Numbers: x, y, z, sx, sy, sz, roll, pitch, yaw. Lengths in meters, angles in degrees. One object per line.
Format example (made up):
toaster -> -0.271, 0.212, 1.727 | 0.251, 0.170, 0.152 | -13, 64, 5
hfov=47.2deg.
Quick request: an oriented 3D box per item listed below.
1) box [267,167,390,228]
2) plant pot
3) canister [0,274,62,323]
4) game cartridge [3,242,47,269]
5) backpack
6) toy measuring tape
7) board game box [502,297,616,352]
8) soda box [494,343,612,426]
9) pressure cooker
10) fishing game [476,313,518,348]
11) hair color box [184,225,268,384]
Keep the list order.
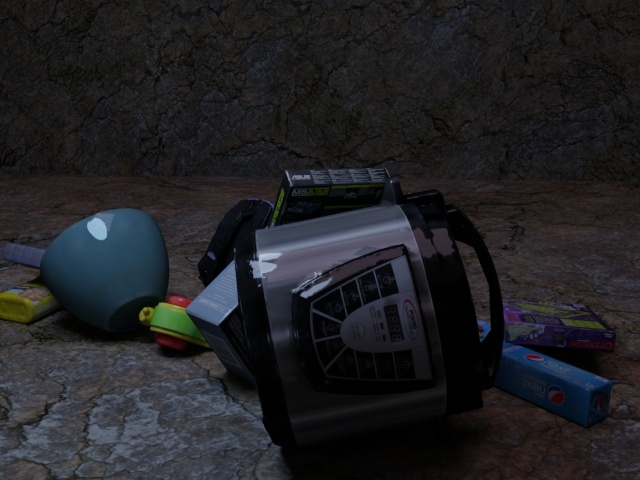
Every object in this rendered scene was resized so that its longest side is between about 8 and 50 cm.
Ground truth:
box -> 0.010, -0.051, 1.297 | 0.191, 0.184, 0.045 | -4, 50, -21
plant pot -> -0.466, 0.097, 1.683 | 0.290, 0.290, 0.195 | -13, 56, -38
canister -> -0.703, 0.142, 1.819 | 0.126, 0.073, 0.170 | 6, 18, 21
game cartridge -> -0.611, 0.068, 1.914 | 0.230, 0.068, 0.355 | 4, -7, 32
backpack -> -0.143, 0.031, 1.845 | 0.213, 0.263, 0.276 | 8, 6, -43
toy measuring tape -> -0.249, 0.189, 1.549 | 0.330, 0.121, 0.121 | 11, 18, 20
board game box -> 0.489, 0.174, 1.568 | 0.208, 0.056, 0.347 | 9, 5, 11
soda box -> 0.417, 0.260, 1.336 | 0.067, 0.071, 0.210 | -9, 17, -35
pressure cooker -> 0.089, 0.120, 1.202 | 0.420, 0.370, 0.375 | -11, 46, -3
fishing game -> 0.343, 0.206, 1.603 | 0.189, 0.041, 0.264 | -5, 16, -7
hair color box -> -0.073, 0.086, 1.475 | 0.114, 0.185, 0.374 | 15, 52, 43
